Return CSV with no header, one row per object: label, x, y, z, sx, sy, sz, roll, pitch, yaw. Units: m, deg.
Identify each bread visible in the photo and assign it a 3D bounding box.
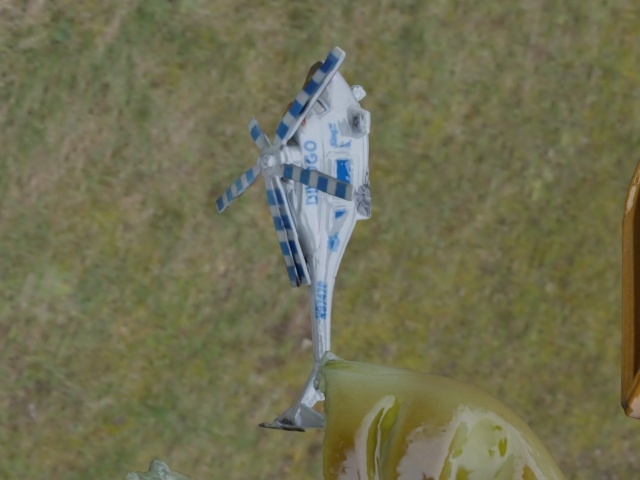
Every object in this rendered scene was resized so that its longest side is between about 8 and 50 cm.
bread,0.021,0.240,1.018,0.160,0.333,0.333,-115,-139,-87

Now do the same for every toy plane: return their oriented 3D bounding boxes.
toy plane,0.007,0.001,1.173,0.107,0.182,0.273,-5,74,-38

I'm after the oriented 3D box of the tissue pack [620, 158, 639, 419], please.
tissue pack,0.281,-0.009,0.613,0.145,0.274,0.194,-79,-175,-46
